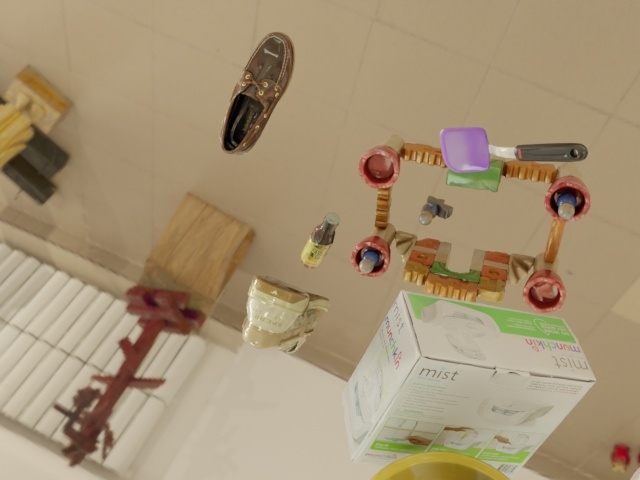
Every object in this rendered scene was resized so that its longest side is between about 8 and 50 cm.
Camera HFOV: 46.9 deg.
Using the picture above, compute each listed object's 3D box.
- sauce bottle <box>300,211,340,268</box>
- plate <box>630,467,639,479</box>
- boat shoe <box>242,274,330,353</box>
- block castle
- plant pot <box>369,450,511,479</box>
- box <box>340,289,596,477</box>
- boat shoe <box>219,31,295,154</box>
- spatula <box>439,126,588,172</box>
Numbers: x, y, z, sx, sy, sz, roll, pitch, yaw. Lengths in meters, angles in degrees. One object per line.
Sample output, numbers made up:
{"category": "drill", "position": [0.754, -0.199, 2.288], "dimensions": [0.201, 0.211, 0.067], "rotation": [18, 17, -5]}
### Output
{"category": "sauce bottle", "position": [0.000, 0.000, 1.253], "dimensions": [0.042, 0.042, 0.128], "rotation": [28, 141, 2]}
{"category": "plate", "position": [0.282, 0.204, 0.496], "dimensions": [0.045, 0.278, 0.277], "rotation": [31, 132, 3]}
{"category": "boat shoe", "position": [-0.057, 0.114, 1.104], "dimensions": [0.109, 0.098, 0.302], "rotation": [20, 177, 8]}
{"category": "block castle", "position": [0.298, -0.031, 1.531], "dimensions": [0.453, 0.213, 0.303], "rotation": [11, 118, 13]}
{"category": "plant pot", "position": [0.142, 0.363, 0.840], "dimensions": [0.254, 0.254, 0.239], "rotation": [18, 162, 14]}
{"category": "box", "position": [0.193, 0.207, 1.017], "dimensions": [0.262, 0.127, 0.231], "rotation": [10, 127, -18]}
{"category": "boat shoe", "position": [-0.101, -0.229, 1.165], "dimensions": [0.073, 0.073, 0.207], "rotation": [25, 108, 8]}
{"category": "spatula", "position": [0.317, -0.149, 1.239], "dimensions": [0.296, 0.030, 0.084], "rotation": [13, 119, 55]}
